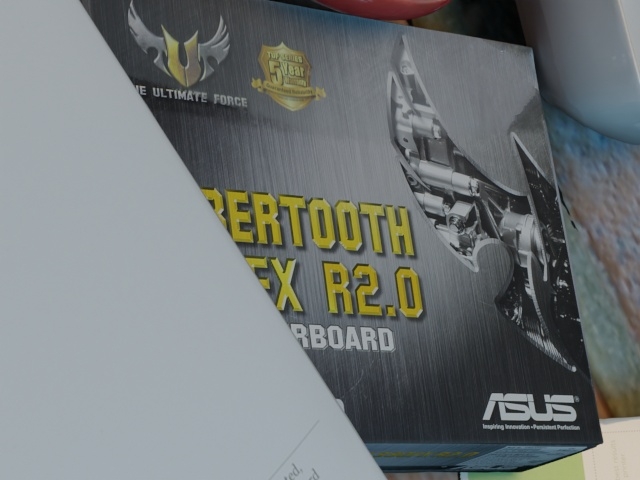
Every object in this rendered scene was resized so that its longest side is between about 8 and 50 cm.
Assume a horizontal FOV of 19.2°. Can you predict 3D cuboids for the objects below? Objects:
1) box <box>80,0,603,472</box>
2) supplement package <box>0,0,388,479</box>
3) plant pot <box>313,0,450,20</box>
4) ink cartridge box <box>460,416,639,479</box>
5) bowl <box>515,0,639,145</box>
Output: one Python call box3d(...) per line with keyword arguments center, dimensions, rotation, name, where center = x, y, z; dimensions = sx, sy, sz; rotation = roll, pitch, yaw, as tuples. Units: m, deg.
box3d(center=(0.000, 0.000, 0.756), dimensions=(0.231, 0.056, 0.183), rotation=(6, 69, -36), name="box")
box3d(center=(-0.136, 0.043, 0.549), dimensions=(0.175, 0.177, 0.293), rotation=(-45, 109, -42), name="supplement package")
box3d(center=(0.033, -0.199, 0.753), dimensions=(0.191, 0.174, 0.191), rotation=(28, 36, -23), name="plant pot")
box3d(center=(0.174, 0.162, 0.850), dimensions=(0.235, 0.056, 0.171), rotation=(-2, 76, -13), name="ink cartridge box")
box3d(center=(0.128, -0.108, 0.873), dimensions=(0.142, 0.053, 0.142), rotation=(6, 69, -66), name="bowl")
